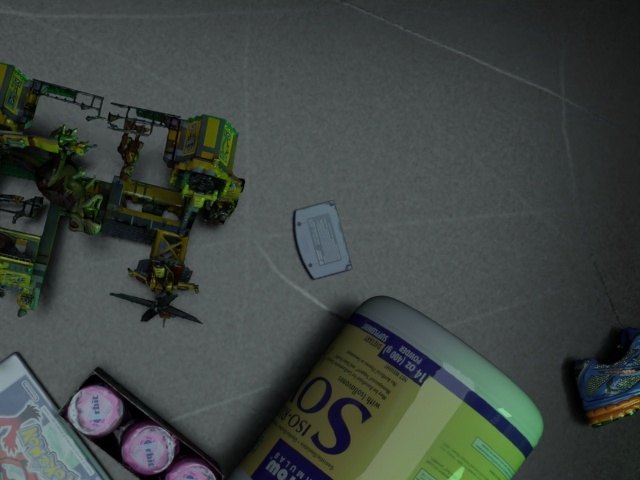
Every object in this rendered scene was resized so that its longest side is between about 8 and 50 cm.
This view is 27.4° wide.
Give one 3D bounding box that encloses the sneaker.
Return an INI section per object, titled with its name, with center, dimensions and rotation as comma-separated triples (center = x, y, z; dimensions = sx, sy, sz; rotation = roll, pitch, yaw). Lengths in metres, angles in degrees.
[sneaker]
center = 0.389, 0.130, 1.510
dimensions = 0.221, 0.083, 0.087
rotation = -28, 82, -11

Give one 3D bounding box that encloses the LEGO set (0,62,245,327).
[LEGO set]
center = -0.246, -0.021, 1.347
dimensions = 0.331, 0.255, 0.192
rotation = 18, 57, -17

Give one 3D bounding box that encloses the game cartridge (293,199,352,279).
[game cartridge]
center = 0.000, 0.000, 1.499
dimensions = 0.056, 0.017, 0.083
rotation = -14, 88, -11

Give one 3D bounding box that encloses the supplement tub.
[supplement tub]
center = 0.050, 0.251, 1.377
dimensions = 0.241, 0.241, 0.331
rotation = 38, 82, -4

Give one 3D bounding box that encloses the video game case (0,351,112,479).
[video game case]
center = -0.349, 0.256, 1.436
dimensions = 0.183, 0.023, 0.201
rotation = -37, 92, -8

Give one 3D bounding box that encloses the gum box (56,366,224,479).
[gum box]
center = -0.189, 0.219, 1.416
dimensions = 0.188, 0.107, 0.062
rotation = 39, 83, -4
